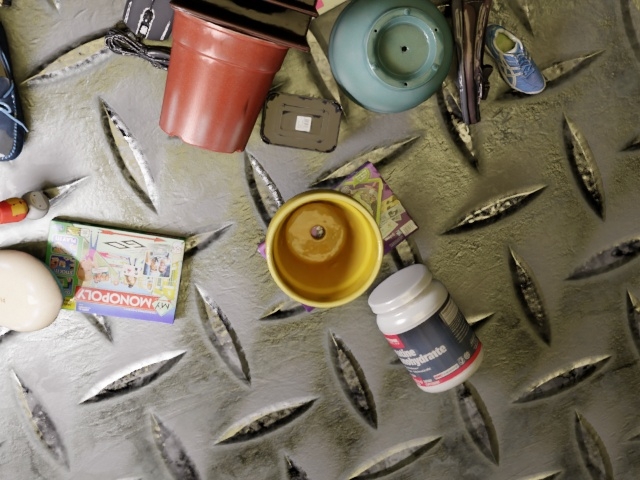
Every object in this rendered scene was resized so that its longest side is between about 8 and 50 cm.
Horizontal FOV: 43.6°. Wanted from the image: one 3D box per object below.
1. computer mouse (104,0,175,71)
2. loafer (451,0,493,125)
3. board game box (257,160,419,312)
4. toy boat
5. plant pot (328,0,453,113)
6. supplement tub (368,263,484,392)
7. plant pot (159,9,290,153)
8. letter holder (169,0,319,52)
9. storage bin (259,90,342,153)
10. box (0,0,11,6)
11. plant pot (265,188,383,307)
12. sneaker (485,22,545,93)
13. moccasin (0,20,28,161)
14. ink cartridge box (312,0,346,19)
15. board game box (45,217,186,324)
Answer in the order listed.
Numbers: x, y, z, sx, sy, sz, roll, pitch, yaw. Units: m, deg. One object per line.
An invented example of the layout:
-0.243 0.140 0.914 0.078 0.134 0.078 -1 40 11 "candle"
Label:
-0.363 -0.529 1.793 0.188 0.072 0.272 19 99 -8 "computer mouse"
0.361 -0.414 1.848 0.095 0.109 0.303 -6 115 11 "loafer"
0.044 -0.008 1.956 0.346 0.056 0.208 -37 107 2 "board game box"
-0.680 0.050 1.826 0.267 0.148 0.318 12 108 26 "toy boat"
0.173 -0.431 1.805 0.293 0.196 0.293 -1 101 -6 "plant pot"
0.257 0.214 1.947 0.191 0.191 0.272 -34 103 2 "supplement tub"
-0.227 -0.349 1.759 0.272 0.272 0.265 17 109 -9 "plant pot"
-0.147 -0.520 1.672 0.301 0.214 0.152 16 111 -11 "letter holder"
-0.047 -0.277 1.871 0.180 0.084 0.122 8 100 -6 "storage bin"
-0.787 -0.689 1.716 0.257 0.079 0.322 10 100 -6 "box"
0.000 0.000 1.808 0.253 0.239 0.254 -1 102 -5 "plant pot"
0.457 -0.426 1.893 0.211 0.081 0.080 41 93 -13 "sneaker"
-0.741 -0.341 1.757 0.137 0.117 0.342 -13 99 -10 "moccasin"
0.002 -0.650 1.813 0.275 0.060 0.239 -29 104 1 "ink cartridge box"
-0.495 0.075 1.918 0.317 0.046 0.214 8 100 -7 "board game box"
